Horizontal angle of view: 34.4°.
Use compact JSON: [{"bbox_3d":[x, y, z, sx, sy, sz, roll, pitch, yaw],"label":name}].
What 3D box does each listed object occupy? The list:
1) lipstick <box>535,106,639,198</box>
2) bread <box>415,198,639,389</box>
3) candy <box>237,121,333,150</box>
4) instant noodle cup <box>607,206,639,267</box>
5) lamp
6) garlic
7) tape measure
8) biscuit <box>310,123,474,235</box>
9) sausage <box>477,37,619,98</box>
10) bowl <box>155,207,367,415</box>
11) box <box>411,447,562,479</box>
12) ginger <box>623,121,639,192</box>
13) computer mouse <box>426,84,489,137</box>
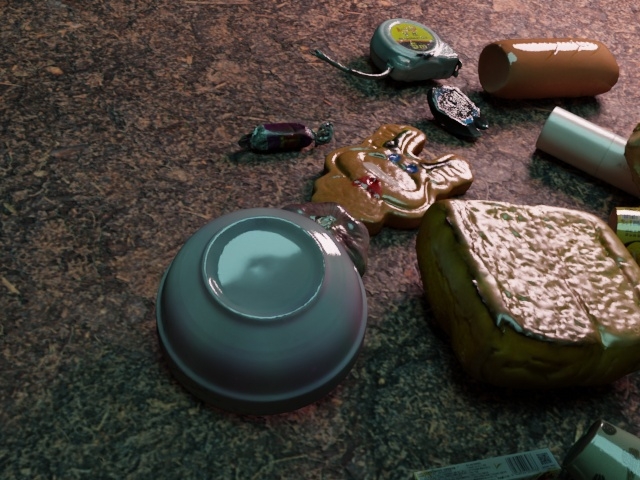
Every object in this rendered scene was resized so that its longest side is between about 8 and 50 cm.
[{"bbox_3d":[0.559,-0.136,1.892,0.327,0.087,0.087,28,42,13],"label":"lipstick"},{"bbox_3d":[0.322,0.085,1.526,0.328,0.148,0.337,2,40,-22],"label":"bread"},{"bbox_3d":[-0.060,-0.179,1.770,0.175,0.045,0.043,-6,30,-26],"label":"candy"},{"bbox_3d":[0.530,0.008,1.685,0.122,0.151,0.151,11,40,7],"label":"instant noodle cup"},{"bbox_3d":[0.415,0.324,1.307,0.215,0.121,0.121,38,44,9],"label":"lamp"},{"bbox_3d":[0.000,0.000,1.542,0.159,0.102,0.147,23,45,6],"label":"garlic"},{"bbox_3d":[0.100,-0.356,1.989,0.330,0.084,0.164,-8,44,-27],"label":"tape measure"},{"bbox_3d":[0.113,-0.103,1.740,0.202,0.047,0.334,37,45,22],"label":"biscuit"},{"bbox_3d":[0.462,-0.344,2.071,0.304,0.121,0.121,-6,45,-27],"label":"sausage"},{"bbox_3d":[-0.075,0.069,1.351,0.287,0.143,0.286,2,56,-3],"label":"bowl"},{"bbox_3d":[0.206,0.306,1.306,0.207,0.049,0.041,-5,42,-23],"label":"box"},{"bbox_3d":[0.646,-0.147,1.779,0.221,0.130,0.275,28,53,24],"label":"ginger"},{"bbox_3d":[0.252,-0.236,1.935,0.135,0.047,0.079,38,56,7],"label":"computer mouse"}]
